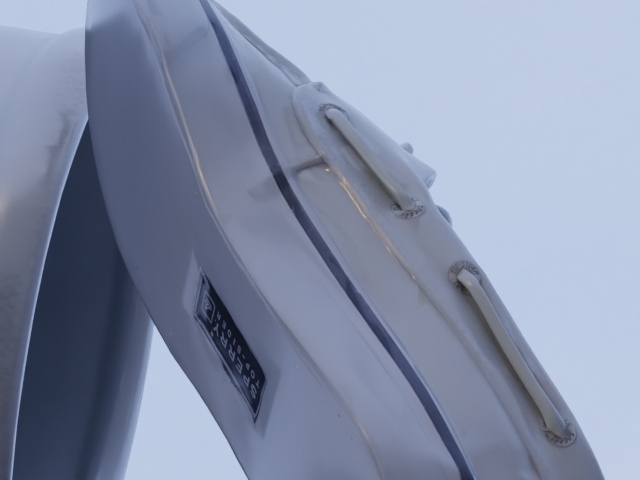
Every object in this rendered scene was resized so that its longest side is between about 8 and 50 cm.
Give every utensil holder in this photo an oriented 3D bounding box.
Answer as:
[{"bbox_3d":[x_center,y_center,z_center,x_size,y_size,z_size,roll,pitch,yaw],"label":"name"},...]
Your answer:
[{"bbox_3d":[-0.300,0.024,0.871,0.385,0.327,0.328,10,-53,4],"label":"utensil holder"}]

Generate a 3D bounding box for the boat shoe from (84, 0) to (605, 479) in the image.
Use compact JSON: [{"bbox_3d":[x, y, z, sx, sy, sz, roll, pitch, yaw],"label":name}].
[{"bbox_3d":[0.000,0.000,0.530,0.088,0.267,0.096,-9,-47,-26],"label":"boat shoe"}]
